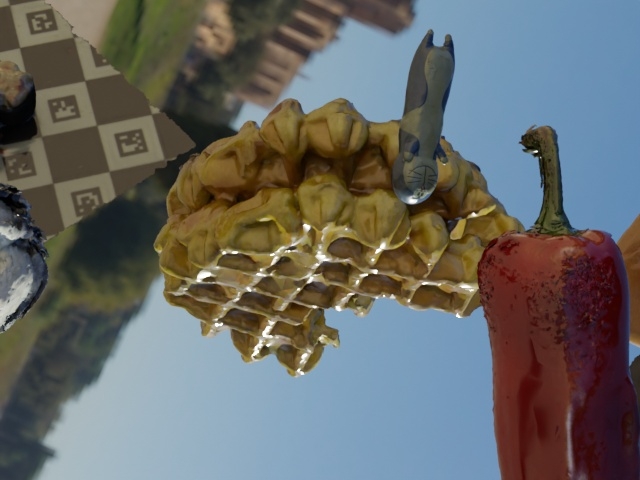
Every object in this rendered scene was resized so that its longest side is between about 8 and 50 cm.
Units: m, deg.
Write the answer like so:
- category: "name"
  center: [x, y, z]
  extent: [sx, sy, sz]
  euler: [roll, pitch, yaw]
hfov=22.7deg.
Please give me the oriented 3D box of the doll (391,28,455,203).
- category: "doll"
  center: [0.075, -0.087, 1.134]
  extent: [0.027, 0.037, 0.125]
  euler: [12, -88, 59]

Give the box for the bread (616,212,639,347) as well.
- category: "bread"
  center: [0.384, 0.004, 1.606]
  extent: [0.241, 0.136, 0.107]
  euler: [-56, 158, 15]

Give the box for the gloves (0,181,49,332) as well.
- category: "gloves"
  center: [-0.250, 0.005, 1.054]
  extent: [0.070, 0.153, 0.114]
  euler: [38, -69, 53]

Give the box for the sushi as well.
- category: "sushi"
  center: [-0.301, -0.102, 1.364]
  extent: [0.290, 0.264, 0.050]
  euler: [-37, 158, -22]

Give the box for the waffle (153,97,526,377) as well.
- category: "waffle"
  center: [0.000, 0.000, 1.425]
  extent: [0.324, 0.261, 0.151]
  euler: [-29, -139, 47]

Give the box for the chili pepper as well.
- category: "chili pepper"
  center: [0.171, 0.106, 1.148]
  extent: [0.110, 0.110, 0.387]
  euler: [170, -83, -80]

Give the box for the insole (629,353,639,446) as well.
- category: "insole"
  center: [0.284, 0.195, 1.490]
  extent: [0.003, 0.080, 0.232]
  euler: [-22, 139, -36]
